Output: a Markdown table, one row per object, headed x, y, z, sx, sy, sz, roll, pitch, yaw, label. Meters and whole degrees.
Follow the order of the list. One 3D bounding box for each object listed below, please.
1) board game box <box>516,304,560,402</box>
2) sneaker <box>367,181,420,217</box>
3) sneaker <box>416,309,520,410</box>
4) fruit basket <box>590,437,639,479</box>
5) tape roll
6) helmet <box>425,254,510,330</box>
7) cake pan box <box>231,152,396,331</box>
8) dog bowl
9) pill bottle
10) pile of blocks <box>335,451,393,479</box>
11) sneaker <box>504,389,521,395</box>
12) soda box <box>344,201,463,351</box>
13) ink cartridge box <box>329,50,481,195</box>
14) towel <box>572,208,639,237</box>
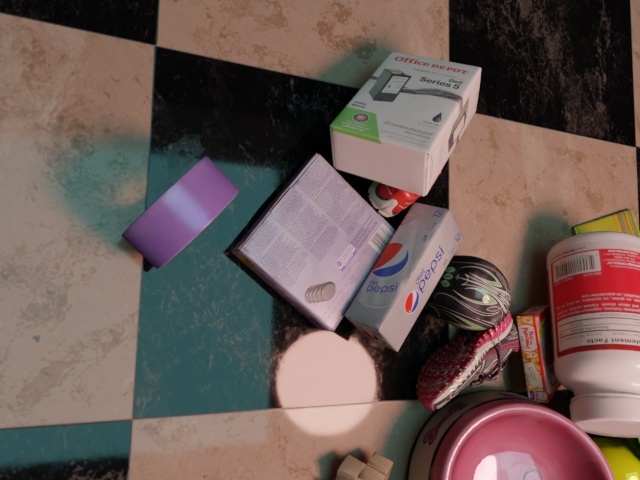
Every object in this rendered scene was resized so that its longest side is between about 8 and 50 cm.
| x | y | z | sx | sy | sz | roll | pitch | yaw | label |
| --- | --- | --- | --- | --- | --- | --- | --- | --- | --- |
| 0.510 | 0.258 | 1.190 | 0.146 | 0.045 | 0.194 | -7 | 89 | -54 | board game box |
| 0.213 | -0.147 | 1.074 | 0.107 | 0.118 | 0.279 | 49 | 52 | -12 | sneaker |
| 0.331 | 0.266 | 1.103 | 0.299 | 0.120 | 0.112 | -34 | 102 | -24 | sneaker |
| 0.752 | 0.525 | 1.233 | 0.391 | 0.283 | 0.393 | 3 | 103 | 15 | fruit basket |
| -0.228 | -0.047 | 0.844 | 0.080 | 0.189 | 0.189 | 47 | 69 | -13 | tape roll |
| 0.315 | 0.111 | 1.081 | 0.169 | 0.161 | 0.170 | -31 | 128 | -49 | helmet |
| 0.000 | 0.000 | 1.009 | 0.245 | 0.070 | 0.267 | 42 | 70 | -17 | cake pan box |
| 0.382 | 0.497 | 0.998 | 0.407 | 0.150 | 0.409 | 1 | 69 | -2 | dog bowl |
| 0.632 | 0.204 | 1.130 | 0.228 | 0.229 | 0.408 | 21 | 60 | -21 | pill bottle |
| 0.010 | 0.562 | 0.955 | 0.112 | 0.149 | 0.362 | 21 | 60 | 23 | pile of blocks |
| 0.416 | 0.446 | 1.150 | 0.082 | 0.069 | 0.209 | 39 | 71 | -16 | sneaker |
| 0.170 | 0.066 | 1.017 | 0.286 | 0.091 | 0.098 | -56 | 135 | -17 | soda box |
| 0.170 | -0.239 | 1.001 | 0.198 | 0.115 | 0.273 | 20 | 56 | 23 | ink cartridge box |
| 0.775 | -0.013 | 1.384 | 0.237 | 0.021 | 0.102 | -14 | 86 | -24 | towel |
